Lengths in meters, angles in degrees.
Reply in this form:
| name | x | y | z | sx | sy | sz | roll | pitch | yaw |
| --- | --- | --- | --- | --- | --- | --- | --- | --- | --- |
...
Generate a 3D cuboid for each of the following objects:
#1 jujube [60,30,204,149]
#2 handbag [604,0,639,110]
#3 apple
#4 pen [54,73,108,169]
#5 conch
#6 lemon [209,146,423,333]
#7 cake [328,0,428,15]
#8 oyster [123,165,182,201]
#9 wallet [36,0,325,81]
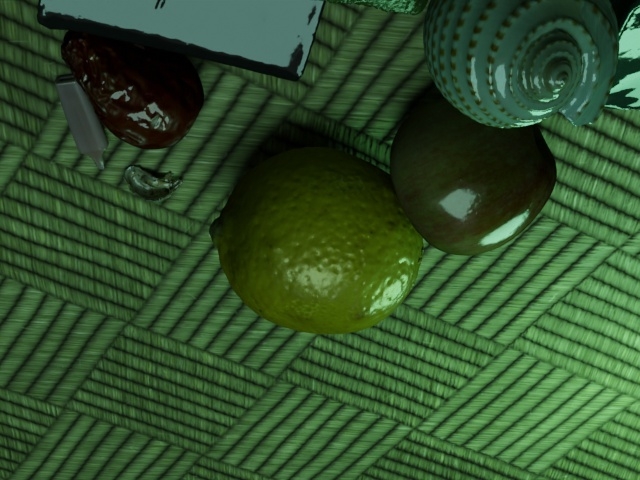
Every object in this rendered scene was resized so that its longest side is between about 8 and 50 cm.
| name | x | y | z | sx | sy | sz | roll | pitch | yaw |
| --- | --- | --- | --- | --- | --- | --- | --- | --- | --- |
| jujube | -0.290 | -0.246 | 2.006 | 0.236 | 0.168 | 0.168 | 42 | 126 | -14 |
| handbag | 0.526 | -0.296 | 1.910 | 0.238 | 0.089 | 0.326 | 2 | 156 | -1 |
| apple | 0.242 | -0.109 | 2.068 | 0.234 | 0.257 | 0.257 | -21 | 133 | 19 |
| pen | -0.386 | -0.190 | 2.166 | 0.053 | 0.032 | 0.197 | -6 | 134 | 7 |
| conch | 0.279 | -0.302 | 1.810 | 0.303 | 0.319 | 0.215 | -2 | 142 | -26 |
| lemon | 0.002 | 0.001 | 2.155 | 0.336 | 0.336 | 0.336 | 1 | 137 | 1 |
| cake | 0.053 | -0.388 | 1.831 | 0.235 | 0.100 | 0.099 | 1 | 134 | -32 |
| oyster | -0.290 | -0.105 | 2.266 | 0.080 | 0.038 | 0.083 | -38 | 98 | 5 |
| wallet | -0.194 | -0.375 | 1.908 | 0.406 | 0.062 | 0.228 | 11 | 118 | -11 |
